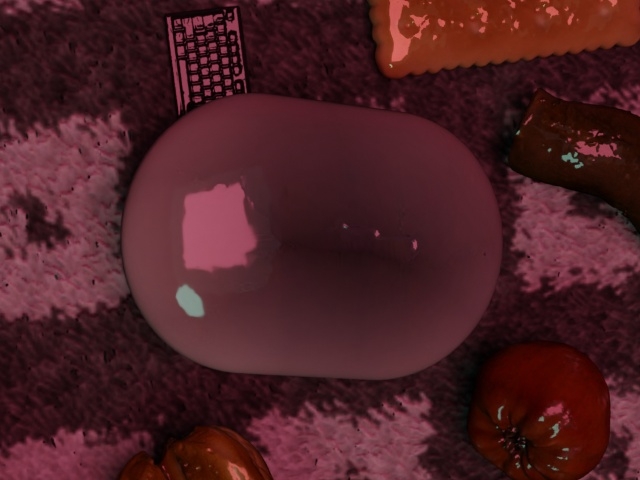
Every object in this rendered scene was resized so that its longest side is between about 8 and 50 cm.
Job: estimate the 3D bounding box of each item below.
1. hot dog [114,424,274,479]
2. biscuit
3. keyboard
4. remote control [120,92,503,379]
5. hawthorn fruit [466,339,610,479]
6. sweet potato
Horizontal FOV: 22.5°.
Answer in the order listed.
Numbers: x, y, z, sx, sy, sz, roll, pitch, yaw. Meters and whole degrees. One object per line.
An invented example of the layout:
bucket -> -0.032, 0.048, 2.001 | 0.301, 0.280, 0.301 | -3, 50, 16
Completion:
hot dog -> -0.052, 0.307, 1.273 | 0.135, 0.100, 0.337 | -26, 97, -5
biscuit -> 0.156, -0.228, 1.362 | 0.249, 0.030, 0.160 | -8, 95, -16
keyboard -> -0.082, -0.087, 1.307 | 0.067, 0.011, 0.202 | -9, 95, -16
remote control -> 0.000, 0.000, 1.280 | 0.332, 0.103, 0.221 | 6, 94, -24
hawthorn fruit -> 0.192, 0.140, 1.347 | 0.140, 0.125, 0.125 | -23, 99, -13
sweet potato -> 0.277, -0.036, 1.392 | 0.112, 0.085, 0.286 | -39, 118, 23
